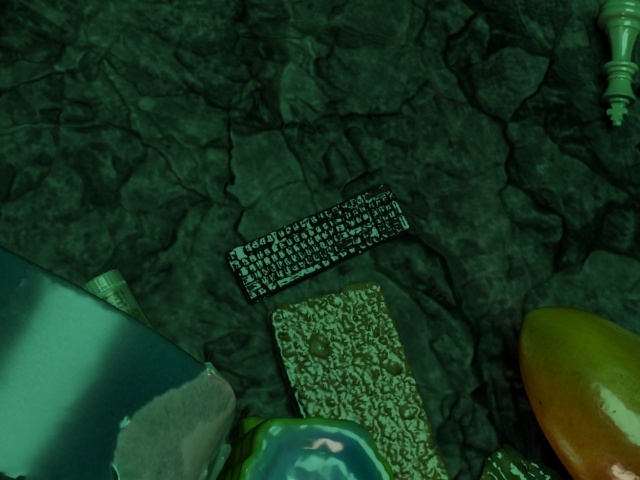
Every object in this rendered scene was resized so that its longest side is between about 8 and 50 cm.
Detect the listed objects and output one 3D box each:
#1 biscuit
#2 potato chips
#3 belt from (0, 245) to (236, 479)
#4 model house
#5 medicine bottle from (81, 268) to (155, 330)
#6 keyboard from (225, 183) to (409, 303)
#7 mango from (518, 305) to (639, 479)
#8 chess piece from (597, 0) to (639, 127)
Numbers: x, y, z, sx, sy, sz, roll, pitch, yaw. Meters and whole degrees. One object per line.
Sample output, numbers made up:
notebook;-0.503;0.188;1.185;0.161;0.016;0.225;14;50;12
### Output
biscuit;0.037;0.159;1.128;0.131;0.025;0.230;-13;75;-19
potato chips;0.238;0.288;1.136;0.207;0.028;0.092;41;68;4
belt;-0.281;0.100;0.906;0.437;0.300;0.173;25;70;17
model house;-0.033;0.286;0.954;0.216;0.237;0.303;1;71;-18
medicine bottle;-0.189;0.073;1.088;0.047;0.047;0.083;-29;82;-22
keyboard;0.000;0.000;1.179;0.196;0.018;0.060;-25;82;-20
mango;0.295;0.168;1.133;0.257;0.138;0.187;37;54;-7
chess piece;0.340;-0.199;1.319;0.059;0.059;0.149;12;74;-10
